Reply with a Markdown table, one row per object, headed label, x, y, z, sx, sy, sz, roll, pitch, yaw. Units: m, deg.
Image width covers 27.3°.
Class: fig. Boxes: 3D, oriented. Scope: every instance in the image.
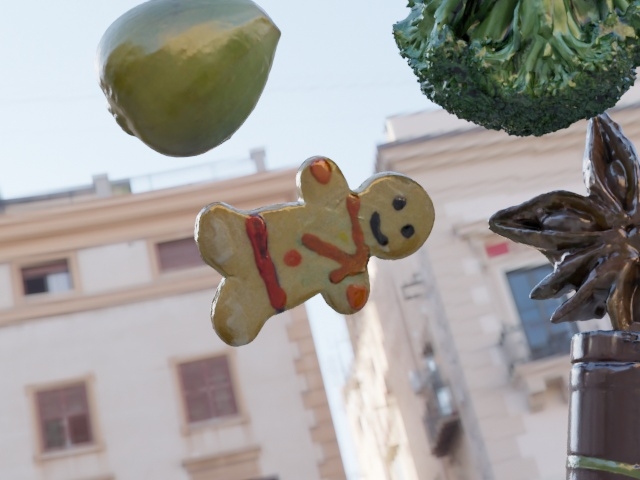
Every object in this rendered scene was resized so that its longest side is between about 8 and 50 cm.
| label | x | y | z | sx | sy | sz | roll | pitch | yaw |
| --- | --- | --- | --- | --- | --- | --- | --- | --- | --- |
| fig | -0.168 | -0.217 | 1.678 | 0.230 | 0.207 | 0.207 | -40 | -18 | -26 |

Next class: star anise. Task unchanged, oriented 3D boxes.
| label | x | y | z | sx | sy | sz | roll | pitch | yaw |
| --- | --- | --- | --- | --- | --- | --- | --- | --- | --- |
| star anise | 0.339 | 0.017 | 1.352 | 0.349 | 0.292 | 0.109 | 19 | -8 | 29 |

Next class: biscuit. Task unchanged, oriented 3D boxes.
| label | x | y | z | sx | sy | sz | roll | pitch | yaw |
| --- | --- | --- | --- | --- | --- | --- | --- | --- | --- |
| biscuit | 0.000 | 0.000 | 1.216 | 0.234 | 0.153 | 0.030 | -16 | 15 | -18 |

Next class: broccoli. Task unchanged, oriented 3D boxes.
| label | x | y | z | sx | sy | sz | roll | pitch | yaw |
| --- | --- | --- | --- | --- | --- | --- | --- | --- | --- |
| broccoli | 0.199 | -0.217 | 1.220 | 0.269 | 0.261 | 0.242 | 3 | -56 | 13 |

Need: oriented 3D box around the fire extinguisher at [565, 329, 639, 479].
| label | x | y | z | sx | sy | sz | roll | pitch | yaw |
| --- | --- | --- | --- | --- | --- | --- | --- | --- | --- |
| fire extinguisher | 0.265 | 0.251 | 1.112 | 0.105 | 0.341 | 0.141 | 14 | -16 | -40 |
